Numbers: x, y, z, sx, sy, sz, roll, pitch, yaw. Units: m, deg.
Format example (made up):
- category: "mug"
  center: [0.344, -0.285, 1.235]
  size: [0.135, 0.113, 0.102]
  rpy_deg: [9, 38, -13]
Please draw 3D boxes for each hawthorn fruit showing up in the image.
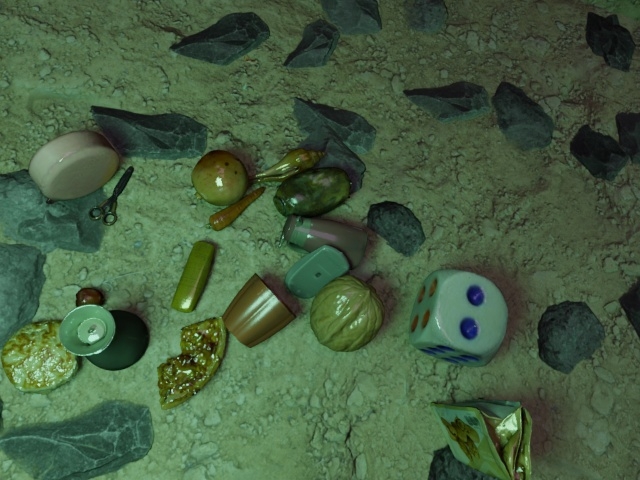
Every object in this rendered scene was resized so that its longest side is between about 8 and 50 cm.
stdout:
- category: "hawthorn fruit"
  center: [-0.686, 0.174, 1.264]
  size: [0.077, 0.077, 0.077]
  rpy_deg: [4, 72, -11]

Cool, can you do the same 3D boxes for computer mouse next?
- category: "computer mouse"
  center: [-0.016, 0.100, 1.376]
  size: [0.231, 0.079, 0.128]
  rpy_deg: [-37, 116, 19]

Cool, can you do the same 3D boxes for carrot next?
- category: "carrot"
  center: [-0.280, -0.108, 1.453]
  size: [0.257, 0.061, 0.061]
  rpy_deg: [-37, 83, -25]

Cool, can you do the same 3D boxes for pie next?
- category: "pie"
  center: [-0.773, 0.323, 1.187]
  size: [0.179, 0.084, 0.205]
  rpy_deg: [-21, 76, -19]

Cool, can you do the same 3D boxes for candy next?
- category: "candy"
  center: [-0.745, -0.219, 1.290]
  size: [0.255, 0.255, 0.094]
  rpy_deg: [-37, 83, -20]

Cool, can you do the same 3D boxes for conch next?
- category: "conch"
  center: [-0.128, -0.247, 1.519]
  size: [0.331, 0.093, 0.109]
  rpy_deg: [-25, 70, 1]

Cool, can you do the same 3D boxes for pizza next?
- category: "pizza"
  center: [-0.382, 0.353, 1.261]
  size: [0.161, 0.085, 0.305]
  rpy_deg: [29, 67, -1]

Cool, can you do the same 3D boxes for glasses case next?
- category: "glasses case"
  center: [-0.397, 0.114, 1.346]
  size: [0.079, 0.064, 0.234]
  rpy_deg: [17, 70, -5]

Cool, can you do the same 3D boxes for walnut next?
- category: "walnut"
  center: [0.082, 0.226, 1.315]
  size: [0.225, 0.261, 0.224]
  rpy_deg: [22, 40, -20]

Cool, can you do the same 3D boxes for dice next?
- category: "dice"
  center: [0.437, 0.253, 1.379]
  size: [0.243, 0.259, 0.251]
  rpy_deg: [19, 70, -3]

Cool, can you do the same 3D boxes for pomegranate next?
- category: "pomegranate"
  center: [-0.329, -0.201, 1.402]
  size: [0.192, 0.191, 0.191]
  rpy_deg: [4, 72, -11]

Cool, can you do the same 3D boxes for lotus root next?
- category: "lotus root"
  center: [-0.030, -0.161, 1.467]
  size: [0.275, 0.152, 0.160]
  rpy_deg: [-19, 94, -23]

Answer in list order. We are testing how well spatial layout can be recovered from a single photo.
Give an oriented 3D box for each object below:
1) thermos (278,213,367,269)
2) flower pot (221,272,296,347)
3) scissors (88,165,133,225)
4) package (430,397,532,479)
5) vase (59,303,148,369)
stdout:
- category: "thermos"
  center: [0.000, 0.000, 1.417]
  size: [0.265, 0.176, 0.145]
  rpy_deg: [17, 51, -15]
- category: "flower pot"
  center: [-0.197, 0.222, 1.300]
  size: [0.173, 0.190, 0.190]
  rpy_deg: [-42, 85, -9]
- category: "scissors"
  center: [-0.673, -0.153, 1.401]
  size: [0.088, 0.017, 0.220]
  rpy_deg: [22, 68, -4]
- category: "package"
  center: [0.497, 0.556, 1.260]
  size: [0.165, 0.311, 0.221]
  rpy_deg: [-22, 77, -15]
- category: "vase"
  center: [-0.571, 0.250, 1.127]
  size: [0.174, 0.321, 0.173]
  rpy_deg: [4, 71, -11]
